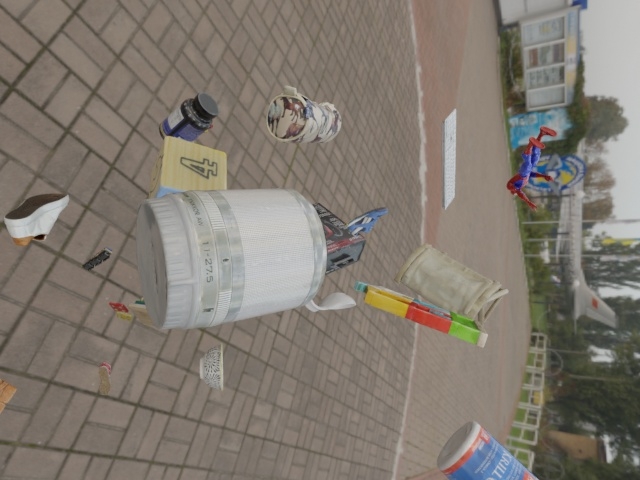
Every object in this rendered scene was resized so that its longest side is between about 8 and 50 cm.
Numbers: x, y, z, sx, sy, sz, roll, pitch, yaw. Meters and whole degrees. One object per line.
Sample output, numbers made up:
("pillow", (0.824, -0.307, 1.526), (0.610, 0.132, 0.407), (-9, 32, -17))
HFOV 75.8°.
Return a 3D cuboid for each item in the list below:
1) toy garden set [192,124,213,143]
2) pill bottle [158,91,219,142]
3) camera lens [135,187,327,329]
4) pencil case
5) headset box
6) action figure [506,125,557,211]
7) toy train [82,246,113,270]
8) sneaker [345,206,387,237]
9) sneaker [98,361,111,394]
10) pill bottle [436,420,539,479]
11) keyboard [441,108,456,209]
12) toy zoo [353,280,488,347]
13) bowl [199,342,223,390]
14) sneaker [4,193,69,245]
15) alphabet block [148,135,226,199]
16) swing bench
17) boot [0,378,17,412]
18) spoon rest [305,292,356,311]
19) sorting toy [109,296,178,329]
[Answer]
("toy garden set", (-0.597, -0.446, 1.827), (0.049, 0.204, 0.244), (46, 64, -38))
("pill bottle", (-0.471, -0.433, 1.487), (0.123, 0.219, 0.122), (38, 38, -37))
("camera lens", (-0.144, 0.024, 0.693), (0.274, 0.219, 0.219), (-7, 96, -34))
("pencil case", (-0.048, -0.463, 1.568), (0.183, 0.160, 0.410), (-65, 167, 20))
("headset box", (0.000, 0.000, 1.460), (0.218, 0.293, 0.110), (-20, 137, -40))
("action figure", (0.657, -0.199, 1.248), (0.091, 0.139, 0.280), (-40, 157, -13))
("toy train", (-0.641, 0.052, 1.186), (0.027, 0.158, 0.036), (43, 44, -30))
("sneaker", (0.153, -0.060, 1.314), (0.059, 0.144, 0.053), (62, 16, -4))
("sneaker", (-0.817, 0.519, 1.561), (0.042, 0.067, 0.118), (-2, 103, -23))
("pill bottle", (0.352, 0.480, 0.805), (0.124, 0.221, 0.124), (-44, 163, -17))
("keyboard", (0.332, -0.202, 1.056), (0.072, 0.014, 0.256), (-41, 135, -32))
("toy zoo", (0.212, 0.153, 0.921), (0.192, 0.293, 0.030), (12, 97, -74))
("bowl", (-0.400, 0.466, 1.509), (0.170, 0.080, 0.170), (178, -90, -77))
("sneaker", (-0.959, -0.074, 1.403), (0.290, 0.106, 0.123), (-89, -176, -64))
("alphabet block", (-0.406, -0.164, 1.256), (0.194, 0.192, 0.197), (13, 52, -31))
("swing bench", (0.408, 0.138, 1.268), (0.165, 0.253, 0.255), (-58, 148, 5))
("boot", (-0.985, 0.467, 1.151), (0.197, 0.073, 0.152), (-55, 128, -19))
("spoon rest", (0.022, 0.225, 1.495), (0.276, 0.137, 0.084), (25, 57, -47))
("sorting toy", (-0.531, 0.229, 1.316), (0.132, 0.275, 0.046), (85, 13, -53))
